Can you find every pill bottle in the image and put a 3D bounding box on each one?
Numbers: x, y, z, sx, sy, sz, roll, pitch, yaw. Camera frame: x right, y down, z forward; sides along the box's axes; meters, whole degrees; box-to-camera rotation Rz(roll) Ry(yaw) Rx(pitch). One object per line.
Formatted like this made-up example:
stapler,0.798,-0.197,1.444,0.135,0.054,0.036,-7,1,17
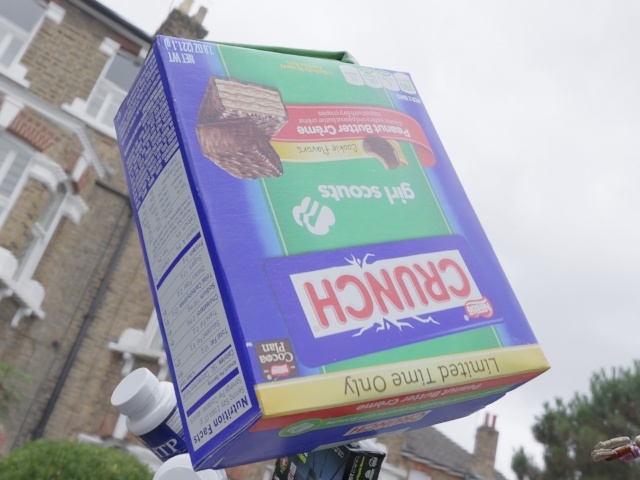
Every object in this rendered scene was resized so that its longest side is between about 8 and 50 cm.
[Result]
pill bottle,-0.281,0.319,1.340,0.112,0.112,0.186,-13,-55,43
pill bottle,-0.184,0.345,1.044,0.094,0.094,0.169,15,-14,3

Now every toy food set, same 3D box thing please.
toy food set,0.469,0.323,1.152,0.122,0.019,0.078,-7,-37,-15

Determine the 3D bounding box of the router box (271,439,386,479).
router box,0.003,0.206,0.674,0.038,0.092,0.122,14,5,-27

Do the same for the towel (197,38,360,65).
towel,-0.034,-0.157,1.104,0.248,0.038,0.325,8,-32,16

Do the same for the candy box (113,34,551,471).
candy box,0.000,0.000,0.620,0.268,0.317,0.122,-1,-29,-34
